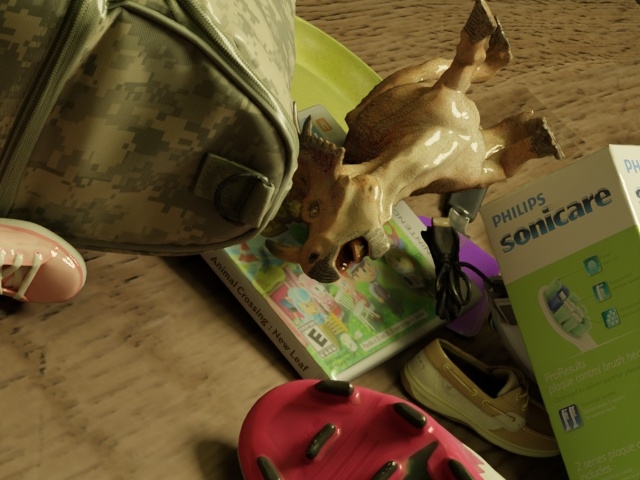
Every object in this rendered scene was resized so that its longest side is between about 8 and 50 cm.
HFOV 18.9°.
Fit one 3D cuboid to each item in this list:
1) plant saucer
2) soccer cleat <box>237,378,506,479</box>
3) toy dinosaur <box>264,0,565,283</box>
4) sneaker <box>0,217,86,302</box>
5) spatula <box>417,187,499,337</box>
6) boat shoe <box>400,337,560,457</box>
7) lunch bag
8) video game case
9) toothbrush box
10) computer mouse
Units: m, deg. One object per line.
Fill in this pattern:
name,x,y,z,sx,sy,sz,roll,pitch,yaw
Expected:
plant saucer,-0.023,-0.111,1.529,0.241,0.037,0.241,28,27,-16
soccer cleat,0.097,0.198,1.118,0.331,0.143,0.116,26,65,17
toy dinosaur,0.055,-0.070,1.355,0.127,0.200,0.295,64,9,-2
sneaker,-0.201,0.015,1.099,0.134,0.051,0.070,25,30,-16
spatula,0.113,-0.018,1.546,0.084,0.030,0.296,32,27,-4
boat shoe,0.122,0.109,1.334,0.135,0.045,0.050,24,29,-23
lunch bag,-0.136,-0.135,1.220,0.256,0.213,0.305,23,28,-16
video game case,0.000,0.000,1.343,0.193,0.023,0.212,50,35,11
toothbrush box,0.253,0.085,1.337,0.206,0.122,0.283,-2,71,-51
computer mouse,0.138,0.063,1.367,0.193,0.042,0.106,38,19,-28
